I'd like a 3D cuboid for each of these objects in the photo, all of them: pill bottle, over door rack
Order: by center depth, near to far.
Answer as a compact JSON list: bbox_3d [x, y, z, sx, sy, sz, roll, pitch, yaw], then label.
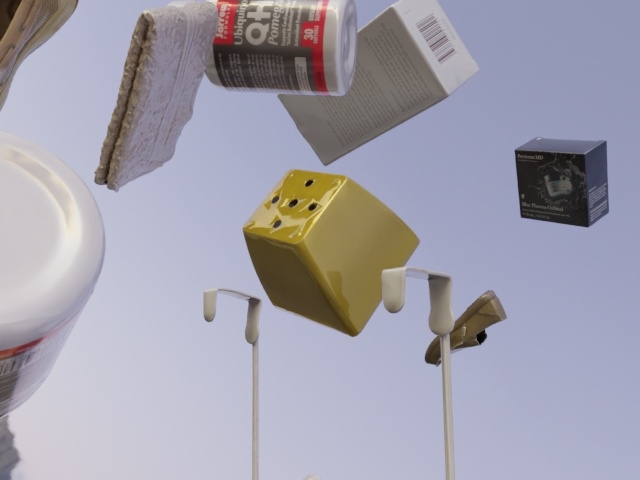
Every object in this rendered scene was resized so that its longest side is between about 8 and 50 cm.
[{"bbox_3d":[0.032,0.184,0.523,0.240,0.108,0.324,-11,-94,44],"label":"over door rack"},{"bbox_3d":[-0.360,0.069,0.640,0.210,0.210,0.363,51,-43,4],"label":"pill bottle"},{"bbox_3d":[-0.104,-0.346,1.114,0.319,0.176,0.176,5,-53,12],"label":"pill bottle"}]

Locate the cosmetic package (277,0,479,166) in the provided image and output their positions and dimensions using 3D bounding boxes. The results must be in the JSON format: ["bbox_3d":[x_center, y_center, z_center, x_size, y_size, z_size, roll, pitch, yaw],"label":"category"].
[{"bbox_3d":[0.122,-0.376,1.536,0.453,0.161,0.230,-22,-74,51],"label":"cosmetic package"}]

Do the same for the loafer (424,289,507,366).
[{"bbox_3d":[0.204,0.134,0.905,0.050,0.056,0.148,47,-61,18],"label":"loafer"}]

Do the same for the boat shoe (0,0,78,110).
[{"bbox_3d":[-0.477,-0.260,0.867,0.122,0.341,0.110,37,-1,5],"label":"boat shoe"}]

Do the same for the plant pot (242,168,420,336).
[{"bbox_3d":[0.000,0.000,1.062,0.212,0.212,0.187,14,-30,44],"label":"plant pot"}]

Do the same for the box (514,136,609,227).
[{"bbox_3d":[0.495,-0.122,1.314,0.156,0.093,0.158,13,-58,48],"label":"box"}]

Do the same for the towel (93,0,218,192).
[{"bbox_3d":[-0.240,-0.212,0.949,0.049,0.187,0.282,28,-61,5],"label":"towel"}]
